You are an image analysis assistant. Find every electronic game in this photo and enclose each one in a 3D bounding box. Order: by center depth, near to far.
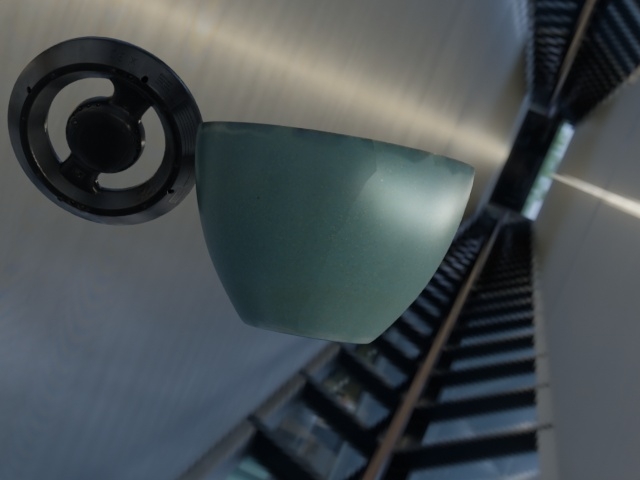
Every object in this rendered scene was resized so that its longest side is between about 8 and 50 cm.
[{"bbox_3d":[-0.243,-0.120,1.285,0.048,0.229,0.229,-72,-179,-60],"label":"electronic game"}]

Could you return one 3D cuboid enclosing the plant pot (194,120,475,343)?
[{"bbox_3d":[0.000,0.000,1.176,0.290,0.290,0.195,20,80,-83],"label":"plant pot"}]
